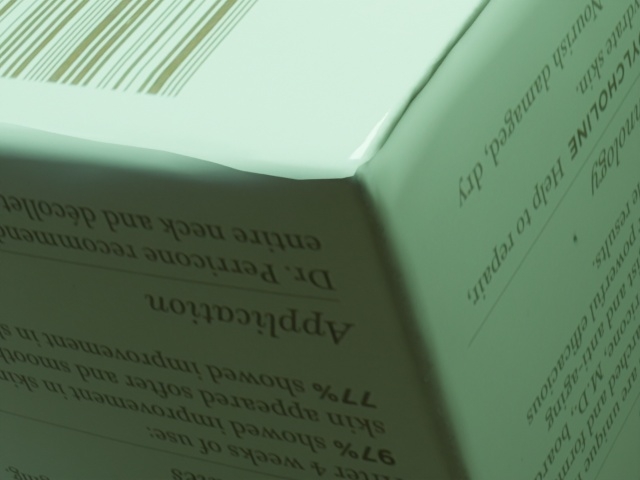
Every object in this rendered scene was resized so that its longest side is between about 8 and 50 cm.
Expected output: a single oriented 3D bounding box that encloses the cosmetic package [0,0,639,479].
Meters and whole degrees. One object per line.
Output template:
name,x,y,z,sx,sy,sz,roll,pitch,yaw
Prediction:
cosmetic package,0.000,0.000,0.819,0.329,0.393,0.327,9,45,30
